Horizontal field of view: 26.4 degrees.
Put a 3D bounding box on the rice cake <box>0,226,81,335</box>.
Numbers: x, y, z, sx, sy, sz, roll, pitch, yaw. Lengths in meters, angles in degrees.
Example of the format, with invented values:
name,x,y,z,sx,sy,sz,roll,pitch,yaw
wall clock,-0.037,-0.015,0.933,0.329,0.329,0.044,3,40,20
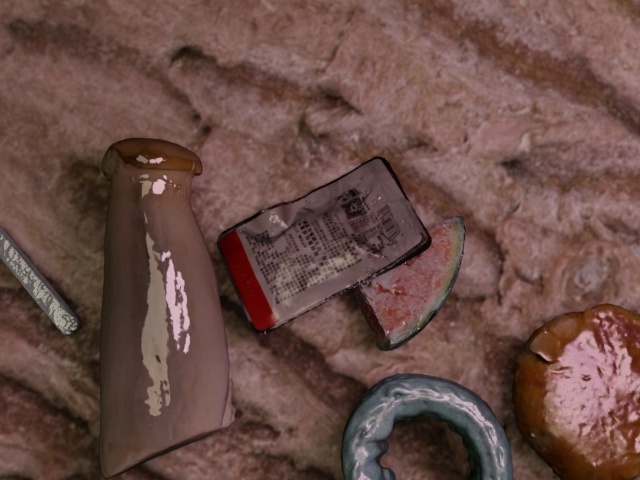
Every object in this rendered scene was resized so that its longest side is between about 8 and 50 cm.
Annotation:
name,x,y,z,sx,sy,sz,roll,pitch,yaw
rice cake,-0.354,0.048,1.679,0.029,0.033,0.171,-41,86,1

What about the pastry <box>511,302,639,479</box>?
name,x,y,z,sx,sy,sz,roll,pitch,yaw
pastry,0.332,0.191,1.615,0.218,0.100,0.229,10,80,-2

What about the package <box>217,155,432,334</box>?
name,x,y,z,sx,sy,sz,roll,pitch,yaw
package,0.000,0.000,1.652,0.239,0.030,0.154,-26,59,-1

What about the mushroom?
name,x,y,z,sx,sy,sz,roll,pitch,yaw
mushroom,-0.188,0.082,1.625,0.154,0.137,0.407,0,91,14

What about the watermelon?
name,x,y,z,sx,sy,sz,roll,pitch,yaw
watermelon,0.099,0.045,1.656,0.139,0.071,0.187,25,73,21

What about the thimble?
name,x,y,z,sx,sy,sz,roll,pitch,yaw
thimble,0.129,0.267,1.592,0.198,0.143,0.235,-34,87,-1
